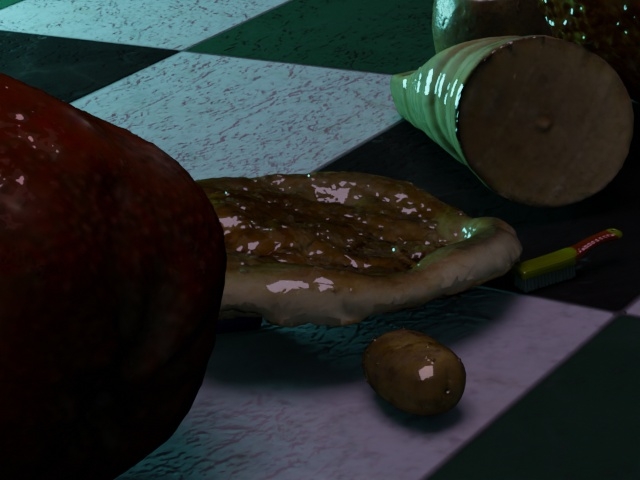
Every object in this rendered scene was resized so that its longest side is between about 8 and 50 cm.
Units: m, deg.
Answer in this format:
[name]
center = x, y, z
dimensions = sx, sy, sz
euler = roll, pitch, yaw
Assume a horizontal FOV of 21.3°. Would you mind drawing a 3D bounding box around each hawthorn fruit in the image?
[hawthorn fruit]
center = -0.208, 0.006, 0.950
dimensions = 0.254, 0.254, 0.300
euler = -26, 57, -36

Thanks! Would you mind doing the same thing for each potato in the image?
[potato]
center = 0.056, 0.079, 1.011
dimensions = 0.051, 0.040, 0.083
euler = -28, 26, -12

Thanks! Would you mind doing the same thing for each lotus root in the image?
[lotus root]
center = 0.169, -0.207, 1.599
dimensions = 0.122, 0.081, 0.112
euler = -26, 37, -36

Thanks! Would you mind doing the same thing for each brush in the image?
[brush]
center = 0.169, 0.013, 1.149
dimensions = 0.083, 0.021, 0.019
euler = -22, 25, -16

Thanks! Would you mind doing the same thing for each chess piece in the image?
[chess piece]
center = 0.136, -0.110, 1.353
dimensions = 0.137, 0.137, 0.301
euler = -12, 13, -8

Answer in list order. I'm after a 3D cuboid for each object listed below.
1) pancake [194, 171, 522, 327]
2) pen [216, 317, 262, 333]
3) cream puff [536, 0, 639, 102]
[pancake]
center = 0.000, 0.001, 1.154
dimensions = 0.282, 0.049, 0.282
euler = 4, 15, -1
[pen]
center = -0.174, 0.059, 1.143
dimensions = 0.269, 0.033, 0.033
euler = -7, 23, 3
[cream puff]
center = 0.308, -0.222, 1.360
dimensions = 0.350, 0.229, 0.350
euler = 9, 55, -13
